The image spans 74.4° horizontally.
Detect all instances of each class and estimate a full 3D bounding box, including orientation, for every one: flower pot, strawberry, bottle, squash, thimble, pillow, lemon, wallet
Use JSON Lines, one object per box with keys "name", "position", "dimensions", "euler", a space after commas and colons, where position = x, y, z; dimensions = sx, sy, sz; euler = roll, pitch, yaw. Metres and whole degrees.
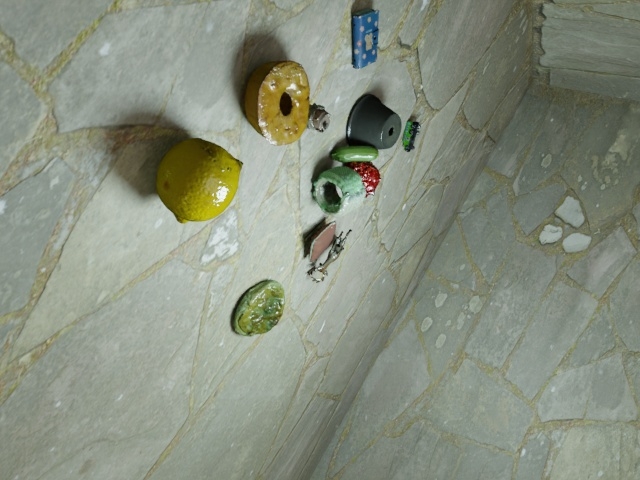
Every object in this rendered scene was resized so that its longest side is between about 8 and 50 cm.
{"name": "flower pot", "position": [0.259, -0.511, 1.912], "dimensions": [0.269, 0.166, 0.269], "euler": [-36, 140, -37]}
{"name": "strawberry", "position": [0.185, -0.301, 1.967], "dimensions": [0.187, 0.184, 0.201], "euler": [-42, 113, -22]}
{"name": "bottle", "position": [-0.024, -0.456, 1.564], "dimensions": [0.099, 0.152, 0.099], "euler": [-31, 134, -38]}
{"name": "squash", "position": [0.151, -0.384, 1.867], "dimensions": [0.219, 0.077, 0.068], "euler": [-7, 151, -12]}
{"name": "thimble", "position": [0.082, -0.209, 1.826], "dimensions": [0.150, 0.219, 0.219], "euler": [-30, 135, -40]}
{"name": "pillow", "position": [0.000, 0.000, 1.980], "dimensions": [0.179, 0.075, 0.171], "euler": [-46, 162, -35]}
{"name": "lemon", "position": [-0.361, -0.170, 1.235], "dimensions": [0.253, 0.228, 0.228], "euler": [-57, 147, -7]}
{"name": "wallet", "position": [0.181, -0.809, 1.687], "dimensions": [0.141, 0.059, 0.202], "euler": [-39, 140, -35]}

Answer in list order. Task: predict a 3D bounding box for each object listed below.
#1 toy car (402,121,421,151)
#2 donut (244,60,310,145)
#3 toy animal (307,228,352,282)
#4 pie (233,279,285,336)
{"name": "toy car", "position": [0.485, -0.563, 2.280], "dimensions": [0.071, 0.062, 0.165], "euler": [-15, 124, -49]}
{"name": "donut", "position": [-0.145, -0.469, 1.427], "dimensions": [0.278, 0.108, 0.277], "euler": [-33, 136, -38]}
{"name": "toy animal", "position": [0.060, 0.075, 2.064], "dimensions": [0.243, 0.087, 0.260], "euler": [-45, 170, -43]}
{"name": "pie", "position": [-0.258, 0.302, 1.846], "dimensions": [0.277, 0.079, 0.277], "euler": [-32, 134, -40]}
